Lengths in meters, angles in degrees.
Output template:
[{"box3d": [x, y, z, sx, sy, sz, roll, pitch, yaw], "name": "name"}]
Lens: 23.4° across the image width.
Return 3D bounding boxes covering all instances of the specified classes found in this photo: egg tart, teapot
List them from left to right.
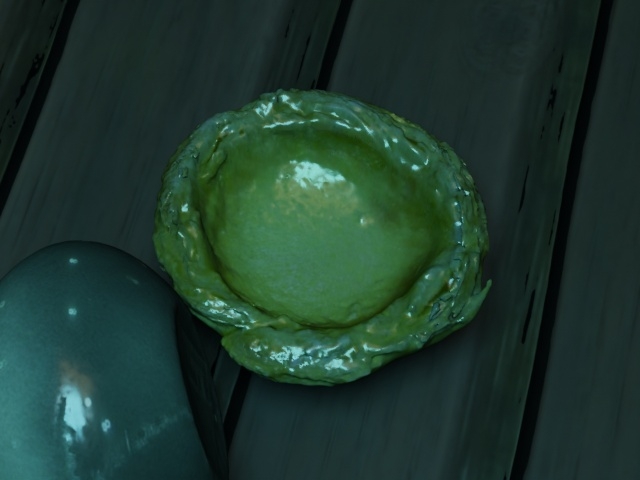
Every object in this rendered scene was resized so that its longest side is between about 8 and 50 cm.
[{"box3d": [-0.179, 0.106, 0.777, 0.250, 0.183, 0.184, -14, 66, 3], "name": "teapot"}, {"box3d": [0.000, 0.000, 0.880, 0.197, 0.078, 0.197, 2, 62, -3], "name": "egg tart"}]
